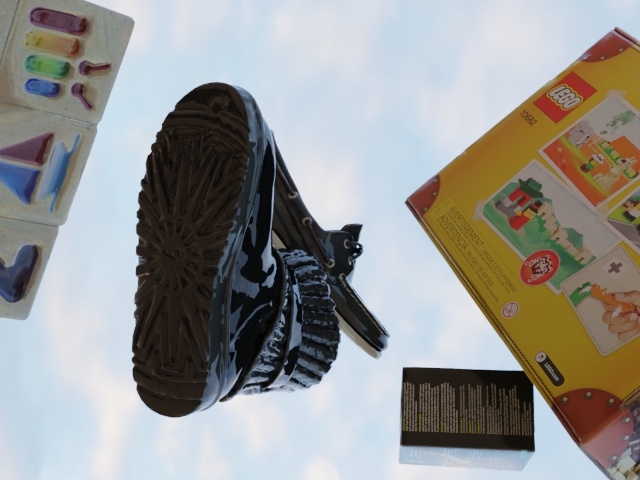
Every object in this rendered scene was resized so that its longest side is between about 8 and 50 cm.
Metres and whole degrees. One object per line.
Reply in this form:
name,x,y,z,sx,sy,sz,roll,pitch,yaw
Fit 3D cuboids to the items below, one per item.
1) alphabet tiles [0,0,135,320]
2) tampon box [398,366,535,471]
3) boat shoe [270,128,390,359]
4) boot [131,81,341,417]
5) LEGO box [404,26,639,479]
alphabet tiles,-0.256,-0.062,0.372,0.011,0.343,0.285,40,-69,49
tampon box,0.179,0.224,1.164,0.161,0.120,0.101,2,-114,4
boat shoe,-0.001,-0.001,1.203,0.113,0.127,0.340,-40,-89,-1
boot,-0.071,0.012,1.003,0.131,0.260,0.347,18,-78,32
LEGO box,0.374,0.008,1.118,0.372,0.193,0.500,-39,-144,9
